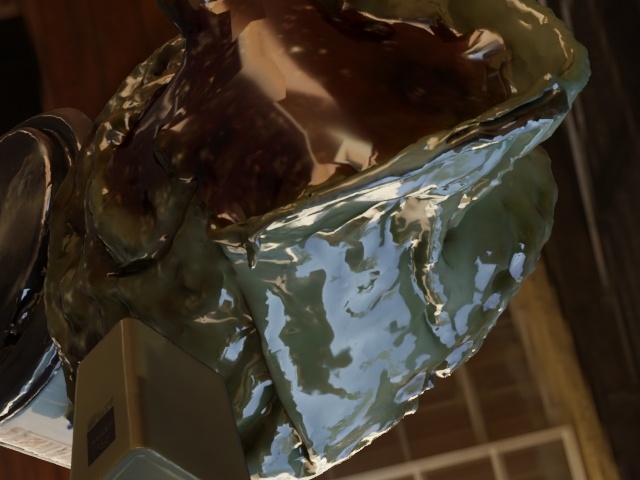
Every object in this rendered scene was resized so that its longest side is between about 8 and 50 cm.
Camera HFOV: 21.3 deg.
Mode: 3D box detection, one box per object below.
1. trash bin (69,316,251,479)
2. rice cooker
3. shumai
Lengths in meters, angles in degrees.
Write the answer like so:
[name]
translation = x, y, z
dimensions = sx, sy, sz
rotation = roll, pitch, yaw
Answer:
[trash bin]
translation = -0.060, 0.077, 0.632
dimensions = 0.061, 0.043, 0.092
rotation = 36, 17, -25
[rice cooker]
translation = -0.184, 0.051, 1.324
dimensions = 0.264, 0.316, 0.317
rotation = -51, -149, 17
[shumai]
translation = 0.000, 0.000, 0.913
dimensions = 0.292, 0.330, 0.288
rotation = 41, -7, -17
